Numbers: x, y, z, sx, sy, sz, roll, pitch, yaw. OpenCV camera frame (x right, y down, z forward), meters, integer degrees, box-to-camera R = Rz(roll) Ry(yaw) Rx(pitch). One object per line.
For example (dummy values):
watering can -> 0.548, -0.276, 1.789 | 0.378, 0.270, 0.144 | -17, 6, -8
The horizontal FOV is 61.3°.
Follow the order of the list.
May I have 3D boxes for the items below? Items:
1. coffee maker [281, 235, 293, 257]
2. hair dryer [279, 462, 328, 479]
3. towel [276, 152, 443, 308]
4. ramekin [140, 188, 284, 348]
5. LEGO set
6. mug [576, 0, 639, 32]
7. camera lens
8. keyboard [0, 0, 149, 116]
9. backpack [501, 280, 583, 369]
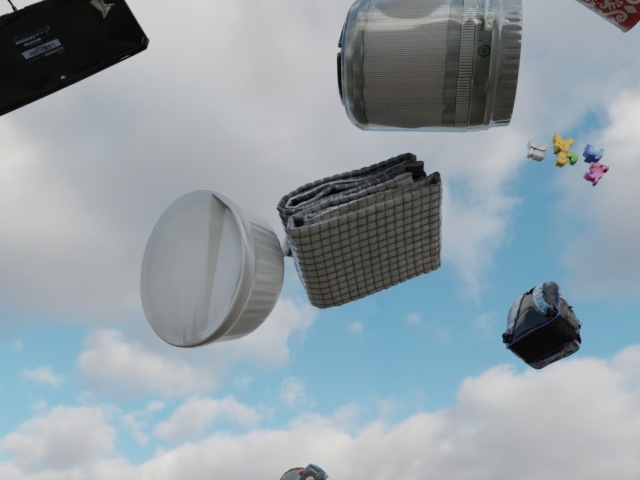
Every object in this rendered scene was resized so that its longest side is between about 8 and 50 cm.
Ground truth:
coffee maker -> 0.000, 0.000, 1.503 | 0.178, 0.171, 0.120 | 29, -28, -24
hair dryer -> 0.013, 0.432, 0.775 | 0.080, 0.223, 0.293 | -30, -16, -16
towel -> 0.079, -0.019, 0.994 | 0.284, 0.121, 0.235 | -20, -46, -7
ramekin -> -0.182, 0.054, 0.940 | 0.273, 0.272, 0.127 | -30, -28, 30
LEGO set -> 0.683, -0.221, 1.485 | 0.227, 0.093, 0.087 | 22, -25, 12
mug -> 0.641, -0.560, 1.213 | 0.169, 0.150, 0.113 | 28, -67, 0
camera lens -> 0.175, -0.290, 0.888 | 0.274, 0.219, 0.219 | 4, -37, 14
keyboard -> -0.439, -0.318, 0.803 | 0.033, 0.317, 0.201 | -3, -60, 59
backpack -> 0.502, 0.182, 1.222 | 0.117, 0.173, 0.158 | 43, -56, -5
